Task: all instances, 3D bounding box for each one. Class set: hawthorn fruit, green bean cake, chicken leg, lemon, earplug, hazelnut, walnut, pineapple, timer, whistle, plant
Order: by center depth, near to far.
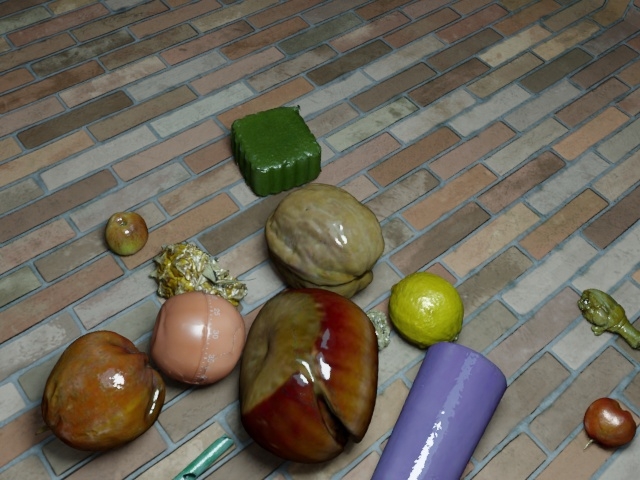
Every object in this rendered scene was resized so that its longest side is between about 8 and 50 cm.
[{"bbox_3d":[-0.519,0.369,1.432,0.298,0.277,0.277,-33,64,-14],"label":"hawthorn fruit"},{"bbox_3d":[0.260,0.478,1.464,0.215,0.215,0.456,28,60,14],"label":"earplug"},{"bbox_3d":[-0.286,0.533,1.467,0.039,0.039,0.186,40,60,21],"label":"whistle"},{"bbox_3d":[-0.014,0.314,1.469,0.359,0.359,0.410,3,63,-3],"label":"hazelnut"},{"bbox_3d":[-0.307,0.244,1.550,0.214,0.230,0.230,15,52,-18],"label":"timer"},{"bbox_3d":[0.728,0.465,1.573,0.125,0.140,0.125,26,36,-21],"label":"hawthorn fruit"},{"bbox_3d":[0.286,0.187,1.672,0.192,0.192,0.231,-38,63,-27],"label":"lemon"},{"bbox_3d":[-0.353,0.110,1.684,0.334,0.158,0.161,29,58,14],"label":"pineapple"},{"bbox_3d":[0.133,0.252,1.698,0.122,0.104,0.116,-27,16,13],"label":"plant"},{"bbox_3d":[0.002,-0.002,1.711,0.344,0.306,0.306,37,60,23],"label":"walnut"},{"bbox_3d":[0.831,0.232,1.766,0.103,0.088,0.228,-26,67,-33],"label":"chicken leg"},{"bbox_3d":[-0.144,-0.289,1.986,0.246,0.156,0.250,-21,60,-18],"label":"green bean cake"}]

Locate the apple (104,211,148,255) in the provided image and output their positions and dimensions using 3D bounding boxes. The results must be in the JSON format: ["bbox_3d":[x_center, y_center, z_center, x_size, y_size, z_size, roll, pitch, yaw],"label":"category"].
[{"bbox_3d":[-0.561,-0.021,1.791,0.126,0.102,0.126,2,56,-4],"label":"apple"}]
